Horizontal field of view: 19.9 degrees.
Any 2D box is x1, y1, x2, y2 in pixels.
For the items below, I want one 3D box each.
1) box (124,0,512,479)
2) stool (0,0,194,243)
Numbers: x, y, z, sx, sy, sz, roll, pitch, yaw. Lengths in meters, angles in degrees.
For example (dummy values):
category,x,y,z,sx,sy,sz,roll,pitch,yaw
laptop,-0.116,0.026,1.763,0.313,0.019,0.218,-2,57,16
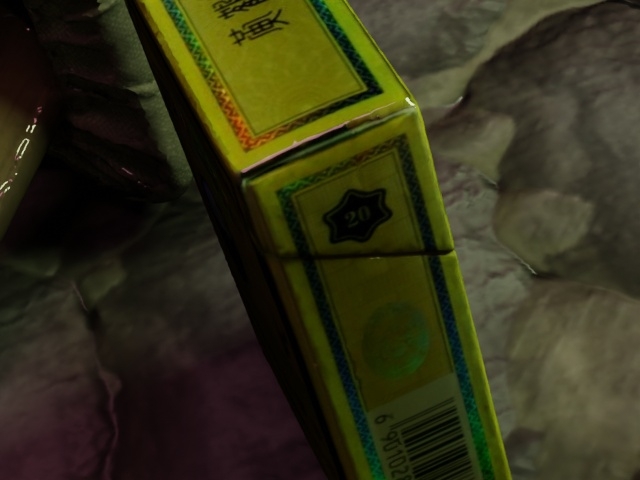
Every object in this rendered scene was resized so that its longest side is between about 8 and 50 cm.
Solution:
category,x,y,z,sx,sy,sz,roll,pitch,yaw
box,0.001,0.000,0.631,0.064,0.220,0.141,-23,47,-7
stool,-0.242,-0.098,0.731,0.310,0.310,0.226,27,63,34
